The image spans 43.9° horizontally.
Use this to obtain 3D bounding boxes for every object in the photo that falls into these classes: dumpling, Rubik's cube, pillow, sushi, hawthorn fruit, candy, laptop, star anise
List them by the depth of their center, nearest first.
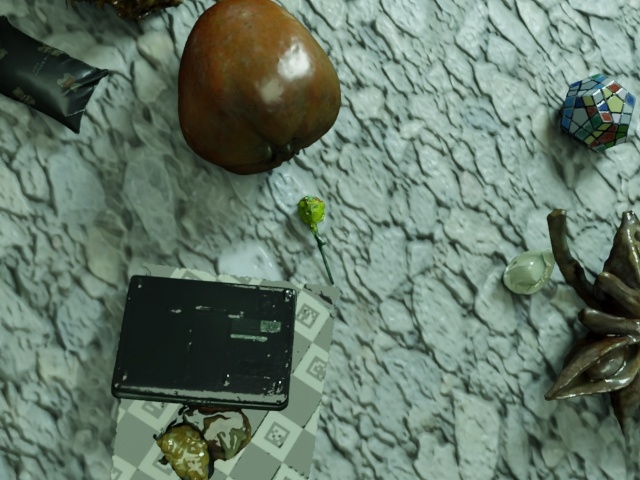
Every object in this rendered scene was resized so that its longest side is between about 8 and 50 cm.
[{"bbox_3d":[-0.135,0.120,0.942,0.207,0.026,0.153,5,65,-2],"label":"laptop"},{"bbox_3d":[-0.090,-0.207,0.971,0.200,0.199,0.251,-17,73,-15],"label":"hawthorn fruit"},{"bbox_3d":[-0.343,-0.202,0.972,0.150,0.048,0.090,25,69,-5],"label":"pillow"},{"bbox_3d":[-0.114,0.179,0.974,0.264,0.050,0.289,9,80,-12],"label":"sushi"},{"bbox_3d":[0.000,0.000,1.038,0.035,0.035,0.122,-23,98,-55],"label":"candy"},{"bbox_3d":[0.426,0.117,1.087,0.350,0.109,0.292,21,73,-18],"label":"star anise"},{"bbox_3d":[0.288,0.046,1.096,0.077,0.043,0.059,-39,110,-31],"label":"dumpling"},{"bbox_3d":[0.391,-0.180,1.125,0.111,0.111,0.093,-37,116,-16],"label":"Rubik's cube"}]

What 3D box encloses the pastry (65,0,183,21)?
[{"bbox_3d":[-0.251,-0.399,0.966,0.275,0.193,0.274,9,75,-38],"label":"pastry"}]
